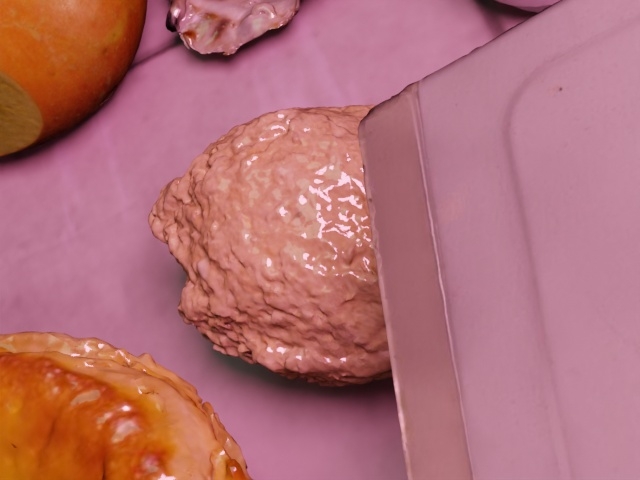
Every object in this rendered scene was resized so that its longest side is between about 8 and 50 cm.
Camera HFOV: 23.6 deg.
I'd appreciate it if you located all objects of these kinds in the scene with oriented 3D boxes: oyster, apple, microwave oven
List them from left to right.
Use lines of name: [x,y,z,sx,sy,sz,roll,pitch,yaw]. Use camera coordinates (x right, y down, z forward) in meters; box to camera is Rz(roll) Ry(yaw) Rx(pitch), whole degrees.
apple: [-0.172,-0.131,0.774,0.163,0.147,0.146,-4,61,24]
oyster: [-0.046,-0.173,0.799,0.108,0.053,0.165,-40,60,23]
microwave oven: [0.191,0.092,0.424,0.286,0.218,0.354,-28,54,31]

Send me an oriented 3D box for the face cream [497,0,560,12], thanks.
face cream: [0.098,-0.157,0.697,0.091,0.095,0.091,-11,61,19]

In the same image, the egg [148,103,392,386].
egg: [0.000,0.000,0.645,0.140,0.116,0.118,30,50,33]

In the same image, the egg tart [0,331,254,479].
egg tart: [-0.139,0.176,0.614,0.295,0.116,0.294,-10,62,19]
